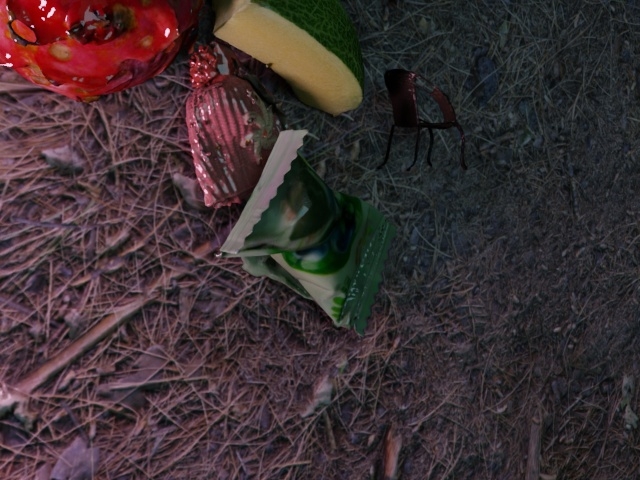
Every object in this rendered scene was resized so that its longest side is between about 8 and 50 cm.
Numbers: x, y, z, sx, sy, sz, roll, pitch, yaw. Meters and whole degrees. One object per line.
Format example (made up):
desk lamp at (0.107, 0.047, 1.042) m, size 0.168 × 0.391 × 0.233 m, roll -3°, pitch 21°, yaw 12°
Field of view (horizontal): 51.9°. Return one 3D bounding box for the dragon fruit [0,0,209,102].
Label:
dragon fruit at (-0.348, -0.414, 1.019) m, size 0.386 × 0.249 × 0.371 m, roll 14°, pitch 85°, yaw -26°

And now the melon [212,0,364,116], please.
melon at (-0.043, -0.387, 1.222) m, size 0.343 × 0.331 × 0.226 m, roll 19°, pitch 113°, yaw -35°

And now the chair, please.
chair at (0.203, -0.247, 1.358) m, size 0.149 × 0.174 × 0.213 m, roll -10°, pitch 103°, yaw -26°

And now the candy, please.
candy at (0.005, 0.000, 1.234) m, size 0.398 × 0.172 × 0.263 m, roll 35°, pitch 75°, yaw -37°

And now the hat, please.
hat at (-0.151, -0.217, 1.183) m, size 0.236 × 0.107 × 0.286 m, roll -31°, pitch 107°, yaw -44°
